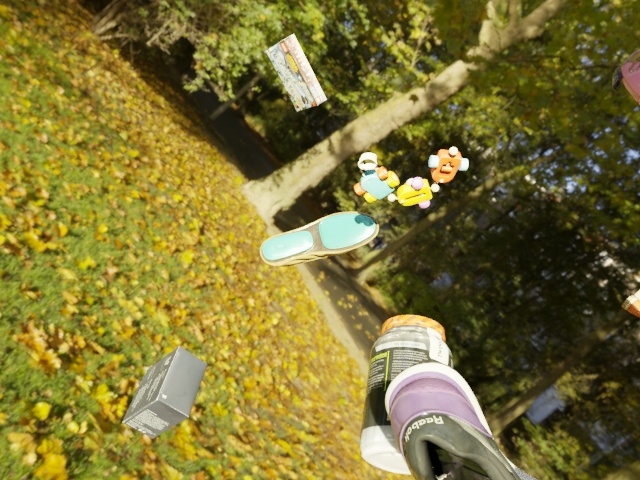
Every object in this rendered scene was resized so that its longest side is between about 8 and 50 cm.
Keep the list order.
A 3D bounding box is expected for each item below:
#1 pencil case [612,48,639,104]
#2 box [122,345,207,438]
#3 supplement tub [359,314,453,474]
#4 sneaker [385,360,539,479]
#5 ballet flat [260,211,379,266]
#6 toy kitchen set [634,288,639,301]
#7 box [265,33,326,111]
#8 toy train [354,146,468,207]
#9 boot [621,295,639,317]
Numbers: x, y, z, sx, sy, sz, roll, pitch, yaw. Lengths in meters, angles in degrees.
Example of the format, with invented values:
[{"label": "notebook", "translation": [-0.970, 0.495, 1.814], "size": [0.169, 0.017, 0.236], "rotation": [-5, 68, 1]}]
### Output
[{"label": "pencil case", "translation": [0.513, -0.287, 0.548], "size": [0.160, 0.386, 0.167], "rotation": [-26, 67, -44]}, {"label": "box", "translation": [-0.372, 0.367, 1.252], "size": [0.093, 0.158, 0.156], "rotation": [40, 33, -21]}, {"label": "supplement tub", "translation": [0.213, 0.365, 1.250], "size": [0.207, 0.207, 0.337], "rotation": [47, 42, -38]}, {"label": "sneaker", "translation": [0.155, 0.252, 0.462], "size": [0.283, 0.107, 0.124], "rotation": [50, 11, -7]}, {"label": "ballet flat", "translation": [0.000, 0.000, 0.998], "size": [0.073, 0.232, 0.080], "rotation": [53, 27, -68]}, {"label": "toy kitchen set", "translation": [0.740, 0.085, 0.982], "size": [0.166, 0.207, 0.122], "rotation": [11, 36, -46]}, {"label": "box", "translation": [-0.049, -0.328, 1.029], "size": [0.094, 0.027, 0.137], "rotation": [11, -46, 61]}, {"label": "toy train", "translation": [0.135, -0.108, 0.807], "size": [0.125, 0.166, 0.046], "rotation": [98, -8, -49]}, {"label": "boot", "translation": [0.958, 0.206, 1.525], "size": [0.158, 0.059, 0.084], "rotation": [2, 32, -39]}]
